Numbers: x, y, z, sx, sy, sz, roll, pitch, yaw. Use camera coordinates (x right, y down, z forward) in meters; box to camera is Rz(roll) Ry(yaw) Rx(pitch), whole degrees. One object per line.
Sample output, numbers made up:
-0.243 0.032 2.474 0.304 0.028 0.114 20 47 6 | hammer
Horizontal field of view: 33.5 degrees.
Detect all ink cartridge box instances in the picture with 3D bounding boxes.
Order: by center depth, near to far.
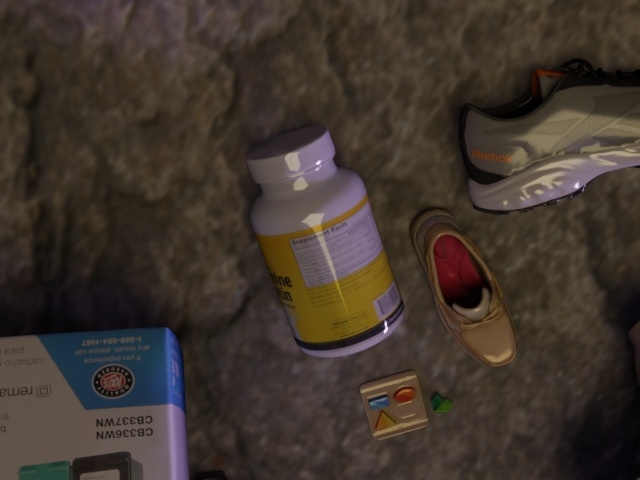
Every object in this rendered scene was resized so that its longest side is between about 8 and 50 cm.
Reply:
-0.206 0.221 0.859 0.198 0.197 0.270 -4 78 -5 | ink cartridge box

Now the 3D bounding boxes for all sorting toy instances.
0.084 0.156 1.022 0.083 0.012 0.062 -16 109 -1 | sorting toy

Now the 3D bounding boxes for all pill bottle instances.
0.000 0.000 0.914 0.103 0.103 0.184 -19 109 0 | pill bottle

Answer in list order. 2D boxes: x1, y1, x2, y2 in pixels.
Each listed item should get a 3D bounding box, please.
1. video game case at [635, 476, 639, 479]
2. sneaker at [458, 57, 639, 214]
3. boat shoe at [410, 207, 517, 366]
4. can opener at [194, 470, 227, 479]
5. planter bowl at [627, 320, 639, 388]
0.371 0.192 0.987 0.285 0.204 0.025 -38 65 7 | video game case
0.247 -0.112 0.909 0.272 0.100 0.108 -20 104 1 | sneaker
0.134 0.053 0.969 0.063 0.059 0.170 -31 109 4 | boat shoe
-0.191 0.278 0.999 0.284 0.076 0.095 -6 108 -3 | can opener
0.350 0.098 0.966 0.162 0.162 0.109 -39 70 7 | planter bowl
